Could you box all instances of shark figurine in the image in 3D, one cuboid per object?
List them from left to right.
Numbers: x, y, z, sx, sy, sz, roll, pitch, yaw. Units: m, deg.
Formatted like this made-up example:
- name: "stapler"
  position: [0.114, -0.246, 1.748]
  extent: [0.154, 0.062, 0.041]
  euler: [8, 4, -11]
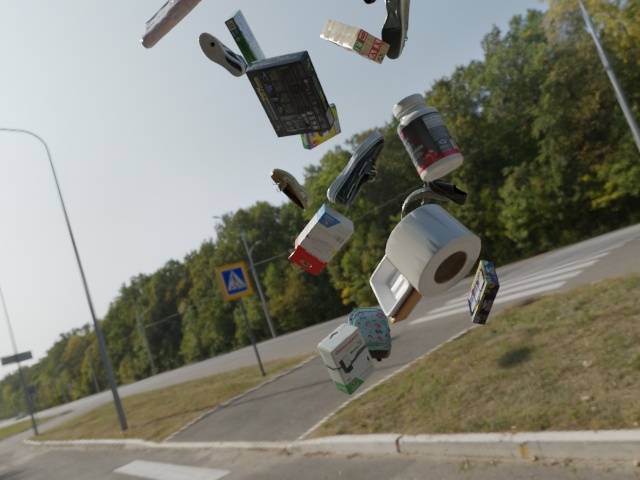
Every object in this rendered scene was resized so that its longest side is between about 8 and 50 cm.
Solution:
- name: "shark figurine"
  position: [0.519, -0.227, 2.639]
  extent: [0.278, 0.166, 0.116]
  euler: [-27, -2, 2]

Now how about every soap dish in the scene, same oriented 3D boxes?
- name: "soap dish"
  position: [0.357, 0.208, 2.316]
  extent: [0.118, 0.291, 0.229]
  euler: [15, -61, -26]

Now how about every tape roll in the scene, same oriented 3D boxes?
- name: "tape roll"
  position: [0.349, 0.032, 1.558]
  extent: [0.246, 0.169, 0.246]
  euler: [-22, -42, -21]

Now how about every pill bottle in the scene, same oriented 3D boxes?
- name: "pill bottle"
  position: [0.411, -0.408, 1.968]
  extent: [0.176, 0.319, 0.176]
  euler: [-24, -12, -5]

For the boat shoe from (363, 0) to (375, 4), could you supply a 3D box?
- name: "boat shoe"
  position: [0.162, -1.033, 1.911]
  extent: [0.095, 0.257, 0.095]
  euler: [-7, 38, 31]

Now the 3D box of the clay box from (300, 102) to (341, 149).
- name: "clay box"
  position: [0.008, -0.493, 2.154]
  extent: [0.222, 0.127, 0.053]
  euler: [-35, 37, -28]

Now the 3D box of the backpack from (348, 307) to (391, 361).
- name: "backpack"
  position: [0.244, 0.458, 2.543]
  extent: [0.225, 0.254, 0.191]
  euler: [-2, -46, 2]

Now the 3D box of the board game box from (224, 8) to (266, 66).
- name: "board game box"
  position: [-0.305, -0.840, 2.212]
  extent: [0.046, 0.317, 0.213]
  euler: [-23, 30, 14]

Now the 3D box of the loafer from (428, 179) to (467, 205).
- name: "loafer"
  position: [0.653, -0.264, 2.549]
  extent: [0.080, 0.220, 0.078]
  euler: [-59, -5, -40]

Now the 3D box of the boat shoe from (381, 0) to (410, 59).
- name: "boat shoe"
  position: [0.336, -0.950, 2.160]
  extent: [0.103, 0.321, 0.118]
  euler: [-19, 26, -38]

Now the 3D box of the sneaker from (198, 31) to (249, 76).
- name: "sneaker"
  position: [-0.381, -0.736, 1.995]
  extent: [0.079, 0.217, 0.121]
  euler: [-43, 12, 22]

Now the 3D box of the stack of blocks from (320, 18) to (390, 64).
- name: "stack of blocks"
  position: [0.148, -0.881, 2.215]
  extent: [0.171, 0.297, 0.087]
  euler: [12, -68, -36]

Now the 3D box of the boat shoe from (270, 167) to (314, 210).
- name: "boat shoe"
  position: [-0.162, -0.277, 2.685]
  extent: [0.089, 0.285, 0.105]
  euler: [-49, -6, -36]

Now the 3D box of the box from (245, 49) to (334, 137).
- name: "box"
  position: [-0.083, -0.411, 1.434]
  extent: [0.183, 0.059, 0.233]
  euler: [-3, -43, 26]

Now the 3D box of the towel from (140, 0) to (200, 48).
- name: "towel"
  position: [-0.497, -0.826, 1.757]
  extent: [0.332, 0.317, 0.053]
  euler: [-40, -55, 10]

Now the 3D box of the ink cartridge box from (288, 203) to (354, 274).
- name: "ink cartridge box"
  position: [0.000, 0.000, 1.813]
  extent: [0.231, 0.134, 0.078]
  euler: [-50, 19, 21]

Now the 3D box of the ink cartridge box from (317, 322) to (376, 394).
- name: "ink cartridge box"
  position: [0.099, 0.435, 1.853]
  extent: [0.153, 0.208, 0.086]
  euler: [-37, 25, -29]

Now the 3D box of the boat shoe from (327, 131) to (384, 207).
- name: "boat shoe"
  position: [0.166, -0.264, 1.950]
  extent: [0.335, 0.119, 0.121]
  euler: [-55, -20, -6]

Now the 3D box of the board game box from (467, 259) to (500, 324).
- name: "board game box"
  position: [0.554, 0.177, 1.711]
  extent: [0.048, 0.170, 0.141]
  euler: [11, 33, 4]
